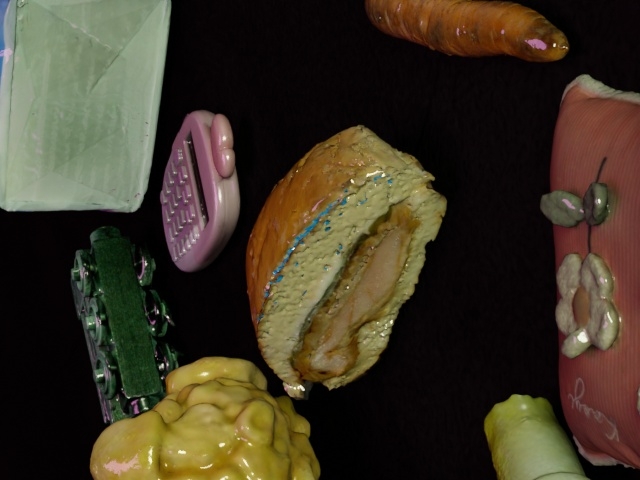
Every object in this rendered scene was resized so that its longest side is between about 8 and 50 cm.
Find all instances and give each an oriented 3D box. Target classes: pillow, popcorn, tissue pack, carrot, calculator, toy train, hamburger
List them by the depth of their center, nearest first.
[{"bbox_3d":[0.136,0.023,0.554,0.179,0.075,0.171,-164,67,-66],"label":"pillow"},{"bbox_3d":[0.069,-0.108,0.733,0.165,0.035,0.036,33,122,57],"label":"carrot"},{"bbox_3d":[-0.003,-0.001,0.835,0.176,0.087,0.102,107,147,-41],"label":"hamburger"},{"bbox_3d":[-0.058,0.167,0.913,0.163,0.140,0.194,67,-160,-67],"label":"popcorn"},{"bbox_3d":[-0.087,-0.037,1.084,0.166,0.024,0.103,130,132,-58],"label":"calculator"},{"bbox_3d":[-0.161,0.076,1.206,0.111,0.071,0.171,115,143,-60],"label":"toy train"},{"bbox_3d":[-0.238,-0.165,1.243,0.263,0.146,0.198,-129,44,-52],"label":"tissue pack"}]

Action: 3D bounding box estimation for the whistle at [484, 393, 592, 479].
[{"bbox_3d":[0.109,0.133,0.617,0.198,0.104,0.057,-103,10,-54],"label":"whistle"}]
